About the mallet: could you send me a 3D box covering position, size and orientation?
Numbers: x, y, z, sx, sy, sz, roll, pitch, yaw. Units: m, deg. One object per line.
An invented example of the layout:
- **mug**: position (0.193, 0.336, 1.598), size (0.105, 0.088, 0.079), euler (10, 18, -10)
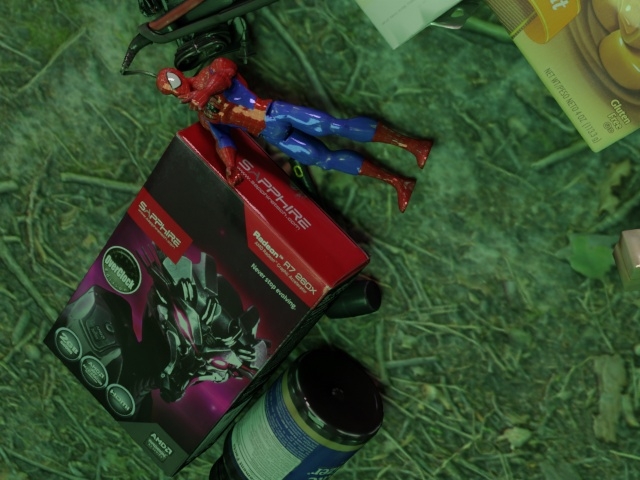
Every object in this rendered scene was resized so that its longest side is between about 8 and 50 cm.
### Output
- **mallet**: position (0.000, 0.000, 1.259), size (0.062, 0.039, 0.189), euler (-21, 102, 33)

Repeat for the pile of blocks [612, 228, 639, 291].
- **pile of blocks**: position (0.392, -0.087, 0.986), size (0.362, 0.112, 0.149), euler (-30, 141, 28)

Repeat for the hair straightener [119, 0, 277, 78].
- **hair straightener**: position (-0.105, -0.208, 1.159), size (0.230, 0.047, 0.089), euler (-26, 105, 25)

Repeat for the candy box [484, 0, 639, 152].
- **candy box**: position (0.225, -0.254, 0.991), size (0.183, 0.087, 0.316), euler (-32, 100, 33)

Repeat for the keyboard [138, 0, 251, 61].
- **keyboard**: position (-0.144, -0.269, 1.182), size (0.108, 0.023, 0.180), euler (-12, 110, 21)

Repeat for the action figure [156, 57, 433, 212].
- **action figure**: position (-0.041, -0.095, 1.137), size (0.280, 0.139, 0.091), euler (22, 126, 3)

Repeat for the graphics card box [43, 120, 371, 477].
- **graphics card box**: position (-0.139, 0.069, 1.296), size (0.233, 0.094, 0.371), euler (45, 126, 8)

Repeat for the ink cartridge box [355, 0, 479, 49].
- **ink cartridge box**: position (0.079, -0.249, 1.054), size (0.090, 0.092, 0.143), euler (-32, 100, 33)

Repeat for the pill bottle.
- **pill bottle**: position (-0.036, 0.232, 1.340), size (0.123, 0.123, 0.219), euler (40, 125, -1)
